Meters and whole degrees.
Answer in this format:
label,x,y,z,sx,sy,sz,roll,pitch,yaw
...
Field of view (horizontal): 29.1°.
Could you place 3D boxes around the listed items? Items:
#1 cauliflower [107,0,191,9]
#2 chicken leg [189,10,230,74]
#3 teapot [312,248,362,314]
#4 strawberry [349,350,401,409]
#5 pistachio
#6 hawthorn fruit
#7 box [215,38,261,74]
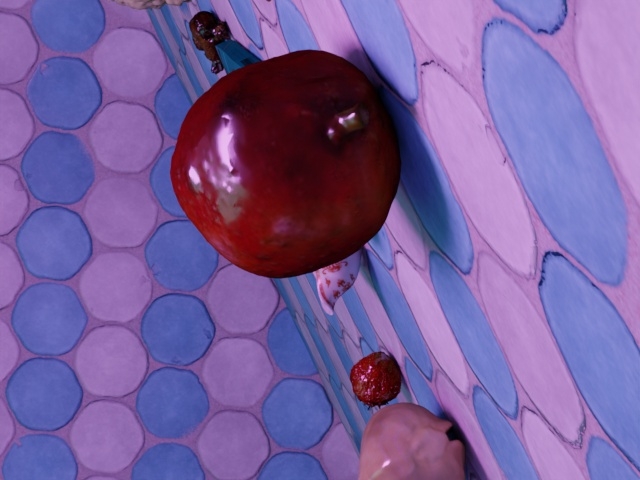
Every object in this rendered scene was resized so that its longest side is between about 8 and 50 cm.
label,x,y,z,sx,sy,sz,roll,pitch,yaw
cauliflower,-0.249,-0.451,1.664,0.281,0.260,0.327,59,144,18
chicken leg,-0.213,-0.396,2.395,0.106,0.051,0.253,58,172,1
teapot,0.000,0.000,2.021,0.245,0.116,0.159,57,-178,32
strawberry,0.103,0.247,2.220,0.106,0.106,0.106,62,172,15
pistachio,0.140,0.359,1.951,0.187,0.187,0.299,62,176,19
hawthorn fruit,-0.025,-0.092,1.410,0.307,0.265,0.265,-15,101,60
box,-0.120,-0.265,2.213,0.161,0.042,0.226,69,171,-25
